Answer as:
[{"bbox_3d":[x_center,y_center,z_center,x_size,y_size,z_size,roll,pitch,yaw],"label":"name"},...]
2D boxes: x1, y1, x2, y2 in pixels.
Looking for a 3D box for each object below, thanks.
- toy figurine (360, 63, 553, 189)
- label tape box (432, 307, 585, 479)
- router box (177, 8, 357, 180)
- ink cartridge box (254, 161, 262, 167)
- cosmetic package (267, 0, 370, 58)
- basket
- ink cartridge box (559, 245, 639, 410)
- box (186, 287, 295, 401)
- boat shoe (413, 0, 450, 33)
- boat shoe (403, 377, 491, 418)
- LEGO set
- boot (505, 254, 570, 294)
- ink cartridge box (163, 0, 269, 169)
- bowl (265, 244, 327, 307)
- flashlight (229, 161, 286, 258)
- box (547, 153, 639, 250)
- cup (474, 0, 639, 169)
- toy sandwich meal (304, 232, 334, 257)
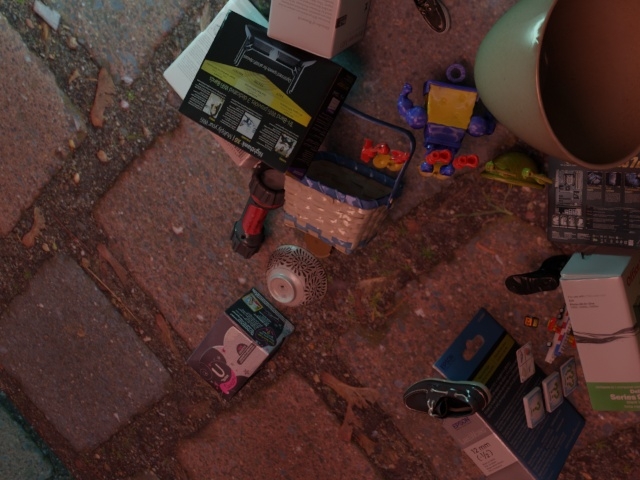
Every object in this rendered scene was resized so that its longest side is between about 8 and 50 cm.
[{"bbox_3d":[0.273,-0.232,1.748,0.362,0.191,0.217,10,85,0],"label":"toy figurine"},{"bbox_3d":[0.383,0.352,1.972,0.347,0.249,0.115,48,133,2],"label":"label tape box"},{"bbox_3d":[-0.114,-0.300,1.890,0.309,0.081,0.243,32,98,25],"label":"router box"},{"bbox_3d":[-0.109,-0.217,2.090,0.104,0.060,0.180,13,122,25],"label":"ink cartridge box"},{"bbox_3d":[0.004,-0.483,1.807,0.151,0.151,0.183,24,127,19],"label":"cosmetic package"},{"bbox_3d":[0.048,-0.141,1.941,0.255,0.201,0.289,29,122,20],"label":"basket"},{"bbox_3d":[0.572,0.149,1.759,0.121,0.211,0.289,-5,113,36],"label":"ink cartridge box"},{"bbox_3d":[-0.208,0.274,2.381,0.163,0.142,0.247,43,131,5],"label":"box"},{"bbox_3d":[0.200,-0.458,1.766,0.049,0.040,0.142,-24,101,39],"label":"boat shoe"},{"bbox_3d":[0.240,0.321,1.841,0.206,0.065,0.075,-11,107,42],"label":"boat shoe"},{"bbox_3d":[0.481,0.245,1.892,0.060,0.182,0.244,12,122,48],"label":"LEGO set"},{"bbox_3d":[0.447,0.067,1.867,0.121,0.099,0.045,-7,113,37],"label":"boot"},{"bbox_3d":[-0.166,-0.349,2.007,0.261,0.066,0.296,-44,73,15],"label":"ink cartridge box"},{"bbox_3d":[-0.076,0.103,2.239,0.170,0.080,0.170,16,123,26],"label":"bowl"},{"bbox_3d":[-0.141,-0.062,2.131,0.103,0.103,0.304,40,143,9],"label":"flashlight"},{"bbox_3d":[0.535,-0.081,1.697,0.233,0.059,0.183,6,101,41],"label":"box"},{"bbox_3d":[0.406,-0.296,1.581,0.237,0.331,0.331,15,127,56],"label":"cup"},{"bbox_3d":[0.000,0.000,2.167,0.085,0.029,0.085,15,119,29],"label":"toy sandwich meal"}]
